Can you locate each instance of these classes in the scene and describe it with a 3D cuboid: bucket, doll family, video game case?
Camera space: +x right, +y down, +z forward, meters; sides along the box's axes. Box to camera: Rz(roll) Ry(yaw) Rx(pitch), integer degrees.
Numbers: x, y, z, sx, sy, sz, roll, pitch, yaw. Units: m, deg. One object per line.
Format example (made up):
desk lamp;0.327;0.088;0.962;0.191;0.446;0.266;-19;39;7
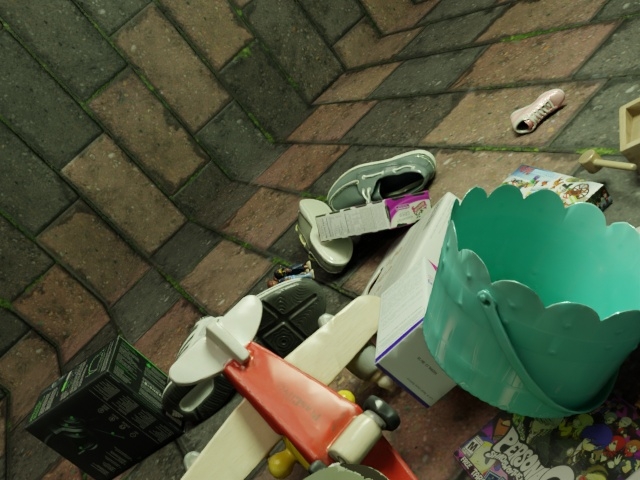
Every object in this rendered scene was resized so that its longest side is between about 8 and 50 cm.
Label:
bucket;0.269;0.072;0.781;0.281;0.281;0.183;-84;5;-57
doll family;-0.076;0.096;1.517;0.112;0.075;0.193;-10;-20;-6
video game case;0.305;0.274;0.773;0.210;0.041;0.232;-39;24;-2

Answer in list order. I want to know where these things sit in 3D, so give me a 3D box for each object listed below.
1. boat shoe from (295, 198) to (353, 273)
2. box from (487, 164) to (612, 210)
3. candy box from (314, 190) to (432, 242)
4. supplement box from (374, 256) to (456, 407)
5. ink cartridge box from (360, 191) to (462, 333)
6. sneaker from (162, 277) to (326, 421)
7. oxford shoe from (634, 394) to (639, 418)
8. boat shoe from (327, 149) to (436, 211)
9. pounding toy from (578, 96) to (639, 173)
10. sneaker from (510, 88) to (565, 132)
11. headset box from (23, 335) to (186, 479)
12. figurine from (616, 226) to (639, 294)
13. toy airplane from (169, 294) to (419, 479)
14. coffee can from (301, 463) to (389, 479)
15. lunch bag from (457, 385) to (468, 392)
boat shoe;0.004;0.000;1.615;0.305;0.109;0.091;-115;35;-54
box;0.409;-0.061;1.191;0.159;0.044;0.233;-42;24;-4
candy box;0.123;-0.054;1.472;0.159;0.071;0.234;-14;3;-42
supplement box;0.165;0.135;0.982;0.114;0.111;0.220;-46;10;20
ink cartridge box;0.171;0.071;1.287;0.296;0.066;0.261;-57;4;-32
sneaker;-0.193;0.198;1.466;0.448;0.169;0.257;-39;26;9
oxford shoe;0.401;0.173;0.720;0.076;0.076;0.212;-33;0;38
boat shoe;0.146;-0.138;1.618;0.320;0.116;0.099;-20;27;28
pounding toy;0.567;-0.159;1.085;0.206;0.094;0.181;-29;30;44
sneaker;0.504;-0.293;1.445;0.134;0.051;0.070;-28;28;32
headset box;-0.498;0.406;1.461;0.283;0.246;0.131;-36;25;13
figurine;0.517;0.025;0.859;0.215;0.092;0.209;-18;24;41
toy airplane;-0.052;0.277;1.006;0.387;0.272;0.384;-9;50;3
coffee can;0.075;0.388;0.626;0.202;0.275;0.201;-32;26;18
lunch bag;0.244;0.188;0.978;0.098;0.067;0.065;-50;26;-20
